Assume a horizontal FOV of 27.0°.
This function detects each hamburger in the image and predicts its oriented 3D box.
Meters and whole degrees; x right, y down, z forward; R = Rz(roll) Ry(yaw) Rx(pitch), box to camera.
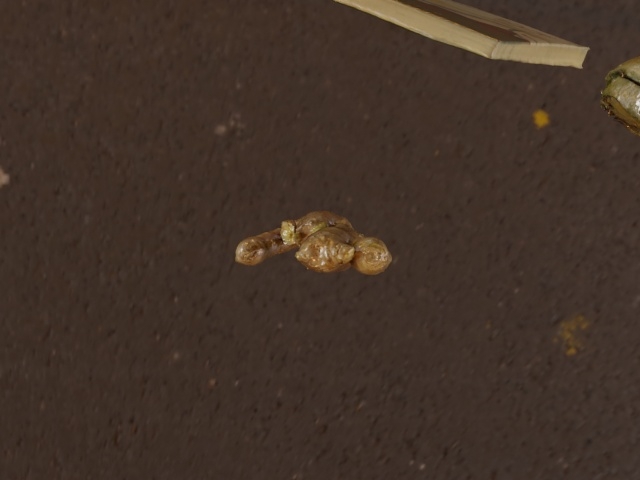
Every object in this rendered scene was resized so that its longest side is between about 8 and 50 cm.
[{"bbox_3d":[0.512,-0.170,1.792,0.265,0.285,0.134,35,96,8],"label":"hamburger"}]

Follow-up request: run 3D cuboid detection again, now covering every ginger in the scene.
[{"bbox_3d":[0.000,0.000,1.375,0.193,0.053,0.176,-1,16,23],"label":"ginger"}]

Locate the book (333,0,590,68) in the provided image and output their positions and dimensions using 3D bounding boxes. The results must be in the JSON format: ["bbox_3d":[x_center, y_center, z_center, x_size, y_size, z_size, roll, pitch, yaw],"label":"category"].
[{"bbox_3d":[0.131,-0.211,1.293,0.201,0.026,0.289,24,16,22],"label":"book"}]
